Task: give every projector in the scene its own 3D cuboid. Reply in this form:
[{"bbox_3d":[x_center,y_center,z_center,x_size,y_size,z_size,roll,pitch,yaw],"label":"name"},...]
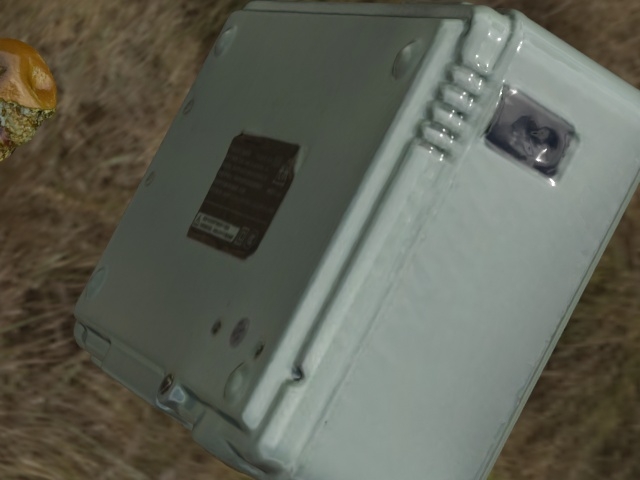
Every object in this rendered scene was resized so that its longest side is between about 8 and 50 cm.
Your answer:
[{"bbox_3d":[0.000,0.000,0.764,0.099,0.256,0.192,28,86,-24],"label":"projector"}]

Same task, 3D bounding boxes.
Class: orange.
[{"bbox_3d":[-0.214,-0.096,1.224,0.086,0.062,0.086,-6,57,9],"label":"orange"}]
